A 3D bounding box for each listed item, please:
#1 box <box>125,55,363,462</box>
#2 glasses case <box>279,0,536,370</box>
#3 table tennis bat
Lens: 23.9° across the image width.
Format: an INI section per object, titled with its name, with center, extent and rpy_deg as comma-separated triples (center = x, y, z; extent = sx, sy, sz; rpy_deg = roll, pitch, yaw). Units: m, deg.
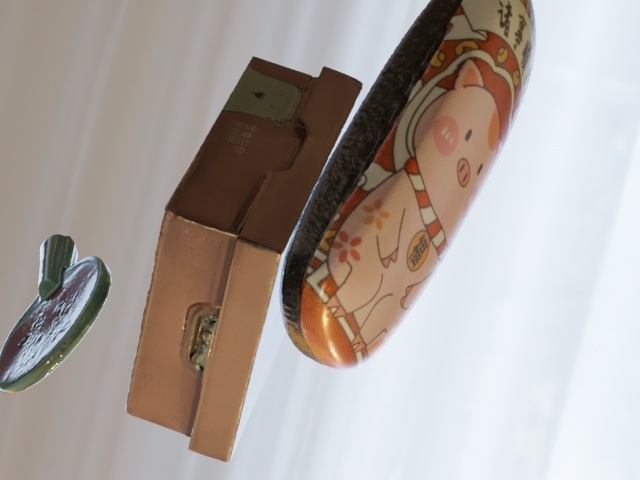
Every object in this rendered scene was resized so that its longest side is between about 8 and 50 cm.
[box]
center = -0.056, 0.009, 1.088
extent = 0.086, 0.215, 0.215
rpy_deg = 19, 131, 5
[glasses case]
center = 0.056, -0.046, 0.885
extent = 0.067, 0.267, 0.103
rpy_deg = 19, 156, 26
[table tennis bat]
center = -0.257, 0.061, 1.466
extent = 0.040, 0.153, 0.244
rpy_deg = 42, -165, -23
